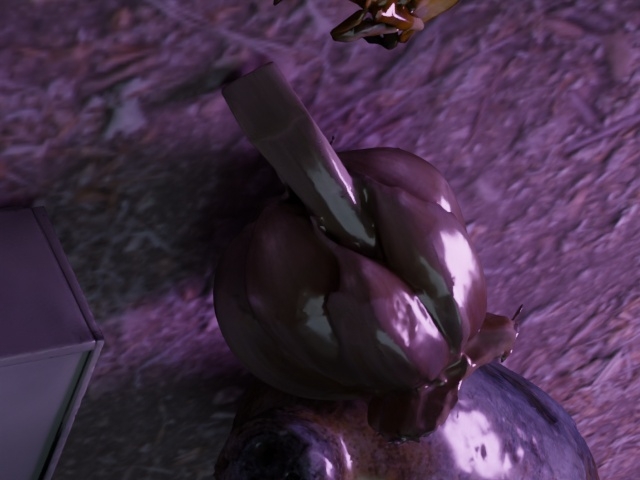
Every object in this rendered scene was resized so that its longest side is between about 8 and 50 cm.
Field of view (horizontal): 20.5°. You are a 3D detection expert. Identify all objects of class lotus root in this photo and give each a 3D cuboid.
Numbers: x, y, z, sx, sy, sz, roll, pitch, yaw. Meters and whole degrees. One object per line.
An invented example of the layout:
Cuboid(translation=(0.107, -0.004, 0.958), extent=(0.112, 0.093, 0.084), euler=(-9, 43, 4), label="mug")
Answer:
Cuboid(translation=(0.056, 0.133, 1.011), extent=(0.175, 0.175, 0.349), euler=(-38, 148, 14), label="lotus root")

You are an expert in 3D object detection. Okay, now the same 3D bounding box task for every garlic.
Cuboid(translation=(0.000, 0.000, 0.848), extent=(0.131, 0.127, 0.194), euler=(-45, 123, -9), label="garlic")

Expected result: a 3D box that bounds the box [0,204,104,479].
Cuboid(translation=(-0.199, 0.092, 0.827), extent=(0.129, 0.086, 0.225), euler=(-9, 143, -31), label="box")

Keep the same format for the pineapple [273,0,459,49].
Cuboid(translation=(0.058, -0.172, 0.654), extent=(0.186, 0.114, 0.236), euler=(-19, 157, -18), label="pineapple")
